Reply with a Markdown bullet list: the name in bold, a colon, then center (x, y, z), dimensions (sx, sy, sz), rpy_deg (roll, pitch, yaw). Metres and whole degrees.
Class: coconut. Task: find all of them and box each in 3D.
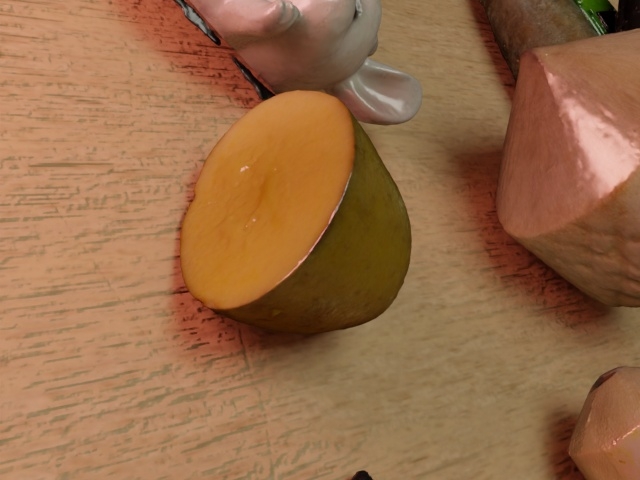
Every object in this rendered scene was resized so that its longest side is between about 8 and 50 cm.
- **coconut**: center (0.331, -0.096, 0.994), dimensions (0.328, 0.329, 0.329), rpy_deg (24, 46, -27)
- **coconut**: center (0.310, 0.191, 0.864), dimensions (0.147, 0.147, 0.153), rpy_deg (-19, 75, -48)

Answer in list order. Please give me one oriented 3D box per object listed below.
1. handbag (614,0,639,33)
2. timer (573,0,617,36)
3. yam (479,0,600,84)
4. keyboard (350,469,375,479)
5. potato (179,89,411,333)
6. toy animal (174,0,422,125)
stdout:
- **handbag**: center (0.557, -0.282, 1.463), dimensions (0.275, 0.088, 0.244), rpy_deg (49, 41, -30)
- **timer**: center (0.448, -0.347, 1.484), dimensions (0.140, 0.047, 0.128), rpy_deg (-16, 72, -47)
- **yam**: center (0.309, -0.258, 1.234), dimensions (0.133, 0.133, 0.330), rpy_deg (5, 54, -40)
- **keyboard**: center (0.086, 0.280, 0.683), dimensions (0.230, 0.025, 0.093), rpy_deg (50, 42, 1)
- **potato**: center (0.000, 0.000, 0.734), dimensions (0.158, 0.178, 0.203), rpy_deg (41, 13, -33)
- **toy animal**: center (-0.040, -0.235, 0.883), dimensions (0.325, 0.154, 0.208), rpy_deg (40, 14, -43)
